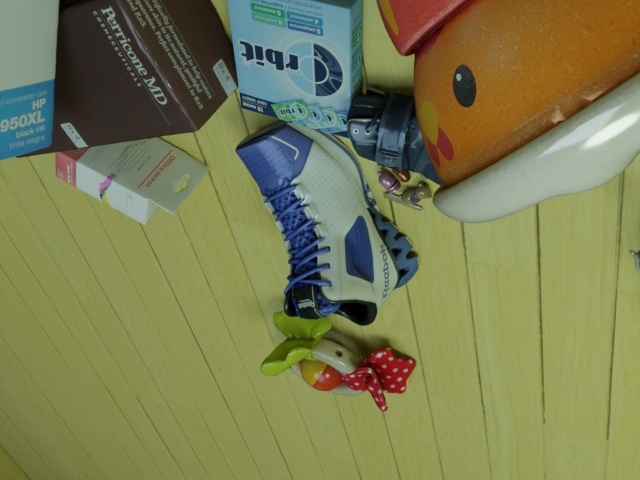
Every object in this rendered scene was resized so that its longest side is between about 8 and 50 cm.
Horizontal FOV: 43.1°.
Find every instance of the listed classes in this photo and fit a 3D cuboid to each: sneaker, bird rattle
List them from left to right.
[{"bbox_3d":[0.001,0.001,1.078,0.127,0.182,0.315,-19,121,44],"label":"sneaker"},{"bbox_3d":[0.024,0.205,1.383,0.253,0.143,0.207,21,155,-7],"label":"bird rattle"},{"bbox_3d":[0.112,-0.156,0.901,0.163,0.086,0.226,21,141,13],"label":"sneaker"}]

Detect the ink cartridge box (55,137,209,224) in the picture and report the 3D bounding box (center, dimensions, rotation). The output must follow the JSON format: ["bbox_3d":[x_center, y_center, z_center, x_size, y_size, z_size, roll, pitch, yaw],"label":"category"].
[{"bbox_3d":[-0.280,-0.103,1.212,0.198,0.115,0.067,29,142,5],"label":"ink cartridge box"}]

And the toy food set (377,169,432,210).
[{"bbox_3d":[0.110,-0.083,1.039,0.078,0.019,0.122,21,142,14],"label":"toy food set"}]

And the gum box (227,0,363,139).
[{"bbox_3d":[-0.028,-0.221,0.963,0.157,0.041,0.184,18,142,17],"label":"gum box"}]

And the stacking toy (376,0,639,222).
[{"bbox_3d":[0.127,-0.285,0.635,0.480,0.350,0.350,56,141,0],"label":"stacking toy"}]

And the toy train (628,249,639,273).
[{"bbox_3d":[0.423,0.057,0.862,0.143,0.105,0.248,-9,152,26],"label":"toy train"}]

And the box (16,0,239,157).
[{"bbox_3d":[-0.306,-0.233,1.069,0.381,0.143,0.191,-4,130,36],"label":"box"}]

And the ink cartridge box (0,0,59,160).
[{"bbox_3d":[-0.443,-0.316,0.902,0.285,0.166,0.395,28,122,23],"label":"ink cartridge box"}]
